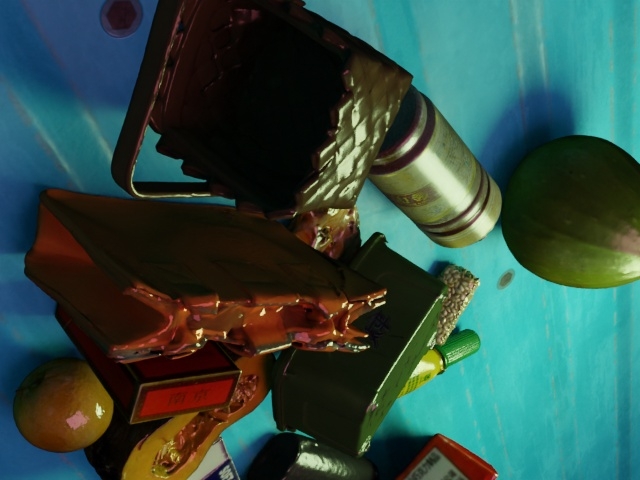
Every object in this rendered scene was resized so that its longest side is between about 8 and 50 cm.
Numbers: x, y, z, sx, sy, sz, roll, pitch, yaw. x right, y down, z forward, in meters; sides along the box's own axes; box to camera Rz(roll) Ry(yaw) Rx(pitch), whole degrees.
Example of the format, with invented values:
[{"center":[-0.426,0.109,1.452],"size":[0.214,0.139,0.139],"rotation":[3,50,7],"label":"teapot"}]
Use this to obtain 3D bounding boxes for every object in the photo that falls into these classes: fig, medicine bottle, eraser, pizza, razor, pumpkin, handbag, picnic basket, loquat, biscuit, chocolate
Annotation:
[{"center":[0.513,-0.041,1.640],"size":[0.316,0.316,0.316],"rotation":[-24,133,-28],"label":"fig"},{"center":[0.165,-0.118,1.392],"size":[0.151,0.151,0.322],"rotation":[-51,140,1],"label":"medicine bottle"},{"center":[-0.210,0.435,1.527],"size":[0.130,0.086,0.287],"rotation":[-32,136,-22],"label":"eraser"},{"center":[0.000,0.000,1.395],"size":[0.189,0.071,0.297],"rotation":[3,117,-42],"label":"pizza"},{"center":[-0.010,0.491,1.734],"size":[0.189,0.107,0.327],"rotation":[-52,139,1],"label":"razor"},{"center":[-0.224,0.241,1.326],"size":[0.317,0.139,0.222],"rotation":[-42,142,-7],"label":"pumpkin"},{"center":[-0.146,0.049,1.124],"size":[0.410,0.303,0.116],"rotation":[5,111,-44],"label":"handbag"},{"center":[-0.089,-0.172,1.015],"size":[0.321,0.291,0.254],"rotation":[-7,126,-53],"label":"picnic basket"},{"center":[-0.358,0.229,1.203],"size":[0.141,0.141,0.141],"rotation":[-24,133,-28],"label":"loquat"},{"center":[0.245,0.126,1.710],"size":[0.168,0.082,0.070],"rotation":[-62,164,13],"label":"biscuit"},{"center":[0.207,0.253,1.770],"size":[0.309,0.076,0.111],"rotation":[-17,136,-32],"label":"medicine bottle"},{"center":[0.213,0.581,1.883],"size":[0.360,0.161,0.341],"rotation":[-47,165,-5],"label":"chocolate"}]

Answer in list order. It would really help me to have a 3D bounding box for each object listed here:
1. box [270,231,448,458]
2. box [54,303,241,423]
[{"center":[0.070,0.184,1.431],"size":[0.328,0.178,0.252],"rotation":[-51,161,-28],"label":"box"},{"center":[-0.235,0.136,1.156],"size":[0.153,0.240,0.074],"rotation":[-5,123,-40],"label":"box"}]
